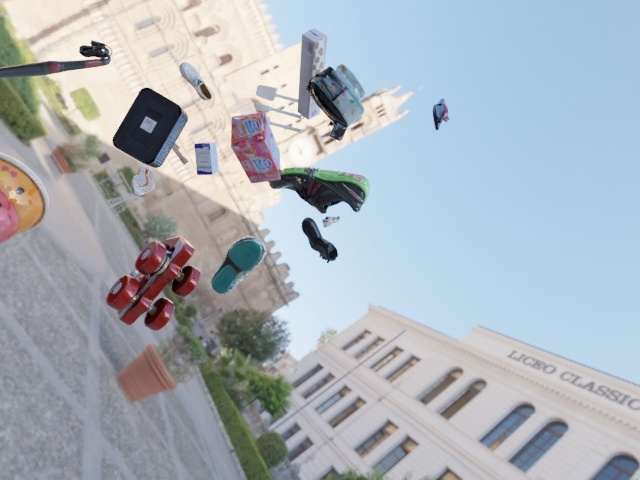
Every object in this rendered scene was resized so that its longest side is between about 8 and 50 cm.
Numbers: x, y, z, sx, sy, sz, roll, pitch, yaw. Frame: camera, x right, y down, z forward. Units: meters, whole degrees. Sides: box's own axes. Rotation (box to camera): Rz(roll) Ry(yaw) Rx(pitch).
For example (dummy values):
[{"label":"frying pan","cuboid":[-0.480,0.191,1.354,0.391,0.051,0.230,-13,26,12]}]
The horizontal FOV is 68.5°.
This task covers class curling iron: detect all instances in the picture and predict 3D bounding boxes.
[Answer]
[{"label":"curling iron","cuboid":[-0.615,-0.402,1.073,0.068,0.274,0.035,60,-19,25]}]

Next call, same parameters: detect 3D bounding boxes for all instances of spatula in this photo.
[{"label":"spatula","cuboid":[-0.168,-0.549,1.989,0.019,0.242,0.168,-132,-126,-63]}]

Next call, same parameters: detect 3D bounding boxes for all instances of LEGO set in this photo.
[{"label":"LEGO set","cuboid":[-0.040,-0.213,1.492,0.054,0.083,0.023,37,-17,21]}]

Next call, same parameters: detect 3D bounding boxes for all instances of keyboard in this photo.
[{"label":"keyboard","cuboid":[0.086,-0.522,1.973,0.100,0.192,0.038,15,16,-44]}]

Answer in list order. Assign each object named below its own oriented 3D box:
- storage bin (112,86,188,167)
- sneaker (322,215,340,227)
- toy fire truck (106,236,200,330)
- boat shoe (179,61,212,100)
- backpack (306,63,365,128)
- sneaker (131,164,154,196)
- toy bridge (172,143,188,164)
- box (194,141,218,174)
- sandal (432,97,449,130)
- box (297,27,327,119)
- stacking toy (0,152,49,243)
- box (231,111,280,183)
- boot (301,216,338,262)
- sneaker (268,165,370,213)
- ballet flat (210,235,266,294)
[{"label":"storage bin","cuboid":[-0.453,-0.299,1.261,0.122,0.180,0.084,30,1,-4]},{"label":"sneaker","cuboid":[0.050,-0.098,2.192,0.040,0.109,0.043,-12,-77,47]},{"label":"toy fire truck","cuboid":[-0.515,0.107,1.428,0.169,0.302,0.254,42,-6,-35]},{"label":"boat shoe","cuboid":[-0.282,-0.363,1.075,0.035,0.035,0.100,30,-22,49]},{"label":"backpack","cuboid":[0.063,-0.463,1.525,0.188,0.144,0.166,56,-4,-9]},{"label":"sneaker","cuboid":[-0.700,-0.215,1.834,0.084,0.083,0.215,34,18,-25]},{"label":"toy bridge","cuboid":[-0.611,-0.398,1.953,0.188,0.026,0.063,55,3,23]},{"label":"box","cuboid":[-0.501,-0.362,2.069,0.126,0.072,0.137,-86,174,-76]},{"label":"sandal","cuboid":[0.363,-0.379,1.388,0.040,0.179,0.067,0,-58,26]},{"label":"box","cuboid":[-0.032,-0.576,1.654,0.067,0.063,0.324,41,-30,22]},{"label":"stacking toy","cuboid":[-1.175,-0.052,1.560,0.480,0.351,0.350,-90,166,-52]},{"label":"box","cuboid":[-0.225,-0.325,1.682,0.257,0.123,0.128,71,15,-66]},{"label":"boot","cuboid":[-0.001,0.000,1.296,0.099,0.045,0.121,35,-29,49]},{"label":"sneaker","cuboid":[-0.025,-0.223,2.112,0.483,0.185,0.202,11,-81,18]},{"label":"ballet flat","cuboid":[-0.353,0.090,2.075,0.409,0.147,0.147,-41,-101,36]}]
